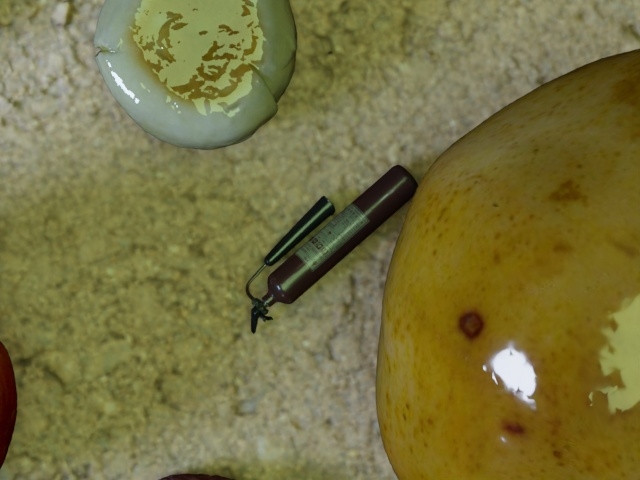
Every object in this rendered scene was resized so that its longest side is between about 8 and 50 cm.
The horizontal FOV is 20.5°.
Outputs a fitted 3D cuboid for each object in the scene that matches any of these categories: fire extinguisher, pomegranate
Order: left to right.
[{"bbox_3d":[0.000,0.000,1.385,0.173,0.035,0.049,-42,98,-7],"label":"fire extinguisher"},{"bbox_3d":[0.235,0.065,1.253,0.416,0.416,0.417,0,91,-6],"label":"pomegranate"}]

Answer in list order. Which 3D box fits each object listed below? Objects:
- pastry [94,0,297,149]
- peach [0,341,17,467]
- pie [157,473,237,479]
[{"bbox_3d":[-0.092,-0.148,1.345,0.156,0.092,0.156,0,87,-7],"label":"pastry"},{"bbox_3d":[-0.343,0.121,1.265,0.243,0.199,0.243,-4,105,-13],"label":"peach"},{"bbox_3d":[-0.088,0.285,1.367,0.218,0.054,0.204,26,88,-6],"label":"pie"}]
